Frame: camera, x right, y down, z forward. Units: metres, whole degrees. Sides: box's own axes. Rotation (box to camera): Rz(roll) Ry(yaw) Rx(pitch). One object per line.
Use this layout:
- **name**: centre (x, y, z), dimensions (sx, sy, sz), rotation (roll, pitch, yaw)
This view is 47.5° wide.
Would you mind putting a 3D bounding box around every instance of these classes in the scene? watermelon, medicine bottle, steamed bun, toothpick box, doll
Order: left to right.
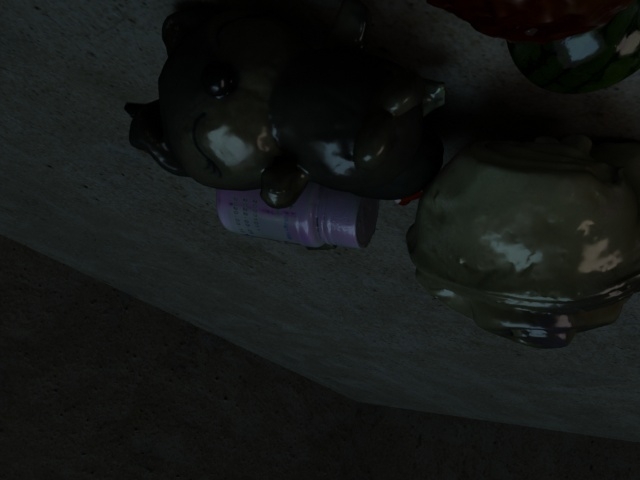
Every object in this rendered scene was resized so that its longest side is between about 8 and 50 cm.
- **doll**: centre (-0.042, -0.135, 0.941), dimensions (0.383, 0.252, 0.378), rotation (17, 161, 21)
- **medicine bottle**: centre (-0.037, -0.068, 1.240), dimensions (0.255, 0.151, 0.152), rotation (9, 159, 20)
- **toothpick box**: centre (0.152, -0.086, 1.186), dimensions (0.047, 0.047, 0.083), rotation (27, 159, -24)
- **steamed bun**: centre (0.301, 0.019, 0.961), dimensions (0.340, 0.247, 0.352), rotation (-3, 153, -14)
- **watermelon**: centre (0.249, -0.209, 0.644), dimensions (0.141, 0.140, 0.187), rotation (23, 157, -15)

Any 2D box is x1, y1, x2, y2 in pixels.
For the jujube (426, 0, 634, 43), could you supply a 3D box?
- **jujube**: centre (0.136, -0.249, 0.501), dimensions (0.232, 0.213, 0.213), rotation (37, 158, -4)

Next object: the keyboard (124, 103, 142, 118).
- **keyboard**: centre (-0.217, -0.197, 1.246), dimensions (0.251, 0.017, 0.087), rotation (11, 161, 19)

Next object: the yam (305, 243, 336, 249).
- **yam**: centre (0.000, 0.000, 1.552), dimensions (0.094, 0.043, 0.043), rotation (-3, 152, 43)
